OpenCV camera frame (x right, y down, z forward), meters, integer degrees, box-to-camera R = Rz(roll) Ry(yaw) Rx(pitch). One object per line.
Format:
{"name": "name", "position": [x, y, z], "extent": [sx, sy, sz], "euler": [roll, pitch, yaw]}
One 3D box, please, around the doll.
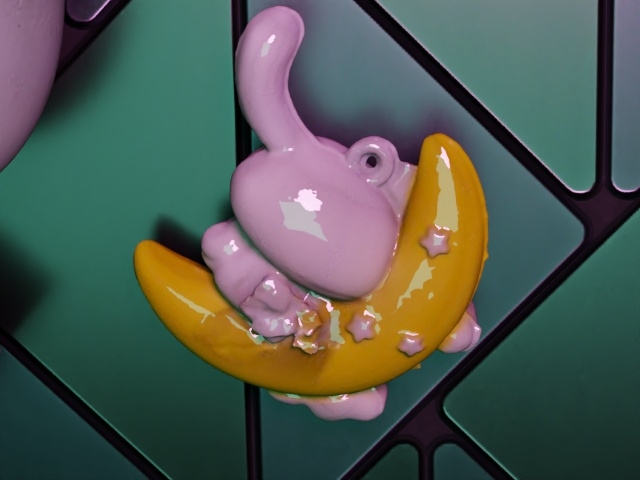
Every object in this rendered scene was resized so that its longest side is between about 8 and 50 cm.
{"name": "doll", "position": [0.000, 0.000, 1.090], "extent": [0.252, 0.111, 0.237], "euler": [37, 117, -7]}

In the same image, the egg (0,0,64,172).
{"name": "egg", "position": [-0.307, -0.197, 0.971], "extent": [0.276, 0.276, 0.389], "euler": [-27, 94, 8]}
